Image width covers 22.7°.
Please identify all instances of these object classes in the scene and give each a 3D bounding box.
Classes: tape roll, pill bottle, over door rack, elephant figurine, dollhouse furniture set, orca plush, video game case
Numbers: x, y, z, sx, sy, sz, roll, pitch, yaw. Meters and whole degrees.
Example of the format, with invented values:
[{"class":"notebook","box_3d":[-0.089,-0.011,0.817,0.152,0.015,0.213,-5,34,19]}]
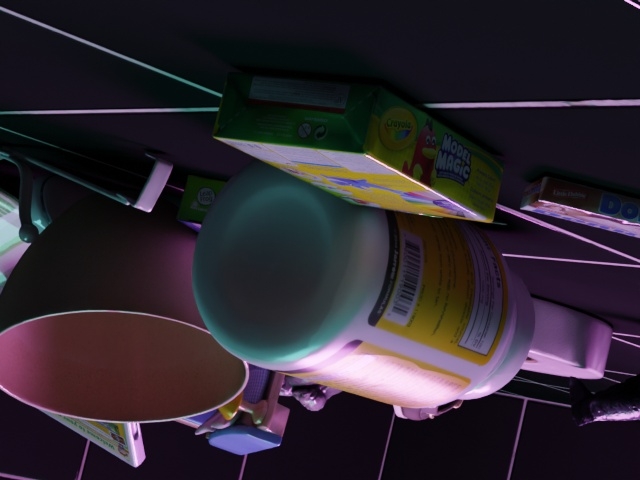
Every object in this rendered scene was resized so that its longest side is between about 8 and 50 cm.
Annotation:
[{"class":"tape roll","box_3d":[0.199,0.110,2.153,0.392,0.072,0.392,13,174,1]},{"class":"pill bottle","box_3d":[0.054,0.047,1.425,0.188,0.188,0.334,8,171,36]},{"class":"over door rack","box_3d":[-0.345,-0.071,1.582,0.239,0.108,0.324,19,171,-42]},{"class":"elephant figurine","box_3d":[0.014,0.144,2.334,0.169,0.186,0.239,36,148,1]},{"class":"dollhouse furniture set","box_3d":[-0.139,0.095,1.956,0.198,0.286,0.303,22,163,-17]},{"class":"orca plush","box_3d":[0.454,0.161,1.994,0.287,0.102,0.151,-3,-171,17]},{"class":"video game case","box_3d":[-0.311,0.168,1.968,0.212,0.023,0.193,26,141,26]}]

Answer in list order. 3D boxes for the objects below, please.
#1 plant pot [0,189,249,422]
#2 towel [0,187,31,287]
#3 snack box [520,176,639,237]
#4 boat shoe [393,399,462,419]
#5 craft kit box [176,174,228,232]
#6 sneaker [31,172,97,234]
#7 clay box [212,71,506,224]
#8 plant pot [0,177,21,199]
[{"class":"plant pot","box_3d":[-0.217,0.057,1.748,0.284,0.191,0.284,0,151,0]},{"class":"towel","box_3d":[-0.474,-0.009,1.904,0.248,0.038,0.325,-30,129,29]},{"class":"snack box","box_3d":[0.247,-0.016,1.228,0.178,0.022,0.064,14,175,-4]},{"class":"boat shoe","box_3d":[0.151,0.192,2.157,0.091,0.109,0.305,16,170,17]},{"class":"craft kit box","box_3d":[0.000,0.000,1.720,0.246,0.061,0.250,14,174,14]},{"class":"sneaker","box_3d":[-0.249,-0.029,1.899,0.091,0.094,0.258,-14,164,25]},{"class":"clay box","box_3d":[0.039,-0.061,1.141,0.127,0.053,0.222,9,173,33]},{"class":"plant pot","box_3d":[-0.377,0.017,2.115,0.167,0.188,0.188,-2,167,24]}]
